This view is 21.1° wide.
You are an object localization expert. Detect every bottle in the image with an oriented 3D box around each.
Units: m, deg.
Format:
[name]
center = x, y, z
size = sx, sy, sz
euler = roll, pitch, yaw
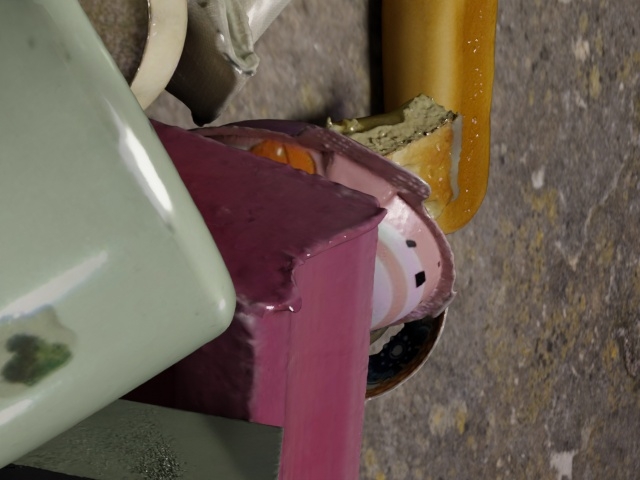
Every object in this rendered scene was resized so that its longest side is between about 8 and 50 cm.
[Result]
[bottle]
center = -0.222, 0.030, 0.560
size = 0.352, 0.229, 0.229
euler = -33, 146, -6

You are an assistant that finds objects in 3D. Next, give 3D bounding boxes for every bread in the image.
[bread]
center = 0.084, -0.114, 1.275
size = 0.092, 0.074, 0.239
euler = -39, 142, -39

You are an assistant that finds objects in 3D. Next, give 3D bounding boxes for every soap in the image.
[soap]
center = -0.102, 0.124, 0.894
size = 0.128, 0.233, 0.359
euler = -41, 143, -49

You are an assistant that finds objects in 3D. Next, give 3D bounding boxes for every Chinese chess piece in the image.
[Chinese chess piece]
center = -0.123, -0.107, 0.809
size = 0.051, 0.122, 0.122
euler = -23, 129, -72

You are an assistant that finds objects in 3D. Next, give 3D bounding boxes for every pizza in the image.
[pizza]
center = 0.006, -0.008, 1.202
size = 0.188, 0.080, 0.204
euler = -30, 141, -22

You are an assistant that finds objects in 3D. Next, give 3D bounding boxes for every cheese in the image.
[cheese]
center = -0.030, 0.010, 0.955
size = 0.286, 0.189, 0.074
euler = -41, -157, 55

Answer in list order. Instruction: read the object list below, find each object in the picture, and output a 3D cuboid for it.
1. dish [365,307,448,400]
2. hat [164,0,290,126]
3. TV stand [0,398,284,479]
[dish]
center = 0.008, 0.031, 1.113
size = 0.078, 0.141, 0.141
euler = -126, -127, -81
[hat]
center = -0.076, -0.193, 0.894
size = 0.226, 0.164, 0.219
euler = 50, 37, -17
[TV stand]
center = -0.155, 0.107, 0.723
size = 0.083, 0.270, 0.088
euler = -87, -173, -72
